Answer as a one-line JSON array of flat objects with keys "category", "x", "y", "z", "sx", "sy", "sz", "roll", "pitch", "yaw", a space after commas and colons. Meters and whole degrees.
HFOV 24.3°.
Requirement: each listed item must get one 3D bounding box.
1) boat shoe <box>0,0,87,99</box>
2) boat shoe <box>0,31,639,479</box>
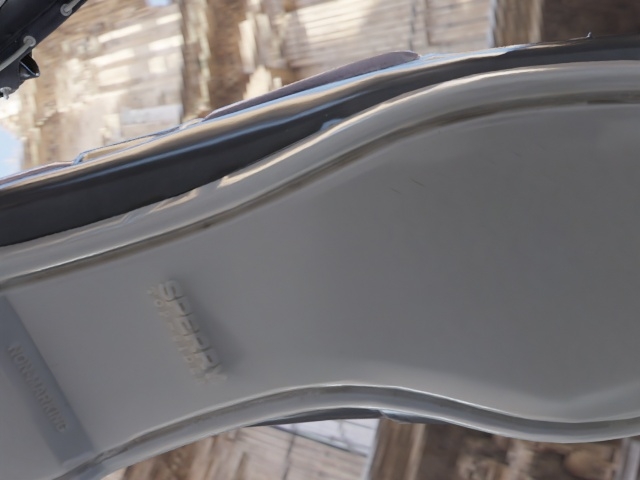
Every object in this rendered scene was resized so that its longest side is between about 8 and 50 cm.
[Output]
[{"category": "boat shoe", "x": -0.126, "y": -0.078, "z": 0.589, "sx": 0.038, "sy": 0.046, "sz": 0.125, "roll": 37, "pitch": -76, "yaw": -19}, {"category": "boat shoe", "x": 0.000, "y": 0.000, "z": 0.411, "sx": 0.335, "sy": 0.095, "sz": 0.112, "roll": -12, "pitch": -62, "yaw": 11}]
